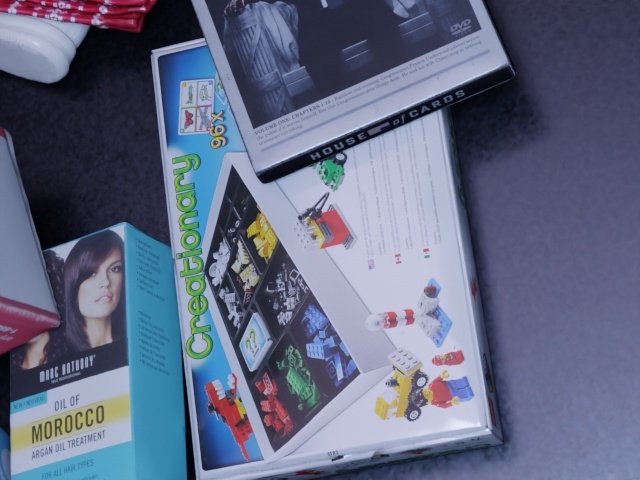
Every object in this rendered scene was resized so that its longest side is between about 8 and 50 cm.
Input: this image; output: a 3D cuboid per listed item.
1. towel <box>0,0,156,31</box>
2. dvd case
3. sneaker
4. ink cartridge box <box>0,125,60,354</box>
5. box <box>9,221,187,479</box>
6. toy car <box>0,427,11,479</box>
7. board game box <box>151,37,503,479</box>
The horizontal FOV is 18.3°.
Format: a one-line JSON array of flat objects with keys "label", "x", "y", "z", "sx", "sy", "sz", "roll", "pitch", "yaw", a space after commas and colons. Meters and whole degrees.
[{"label": "towel", "x": -0.230, "y": -0.248, "z": 1.405, "sx": 0.275, "sy": 0.031, "sz": 0.199, "roll": 8, "pitch": 60, "yaw": 7}, {"label": "dvd case", "x": 0.003, "y": -0.176, "z": 1.310, "sx": 0.179, "sy": 0.029, "sz": 0.238, "roll": -23, "pitch": 69, "yaw": 6}, {"label": "sneaker", "x": -0.257, "y": -0.184, "z": 1.429, "sx": 0.212, "sy": 0.080, "sz": 0.094, "roll": 20, "pitch": 68, "yaw": 15}, {"label": "ink cartridge box", "x": -0.406, "y": 0.044, "z": 1.253, "sx": 0.385, "sy": 0.279, "sz": 0.160, "roll": -27, "pitch": 68, "yaw": 20}, {"label": "box", "x": -0.143, "y": 0.119, "z": 1.276, "sx": 0.100, "sy": 0.060, "sz": 0.244, "roll": -19, "pitch": 61, "yaw": 26}, {"label": "toy car", "x": -0.311, "y": 0.215, "z": 1.229, "sx": 0.219, "sy": 0.238, "sz": 0.210, "roll": -21, "pitch": 69, "yaw": 10}, {"label": "board game box", "x": 0.000, "y": 0.000, "z": 1.301, "sx": 0.193, "sy": 0.053, "sz": 0.305, "roll": -11, "pitch": 71, "yaw": 12}]
